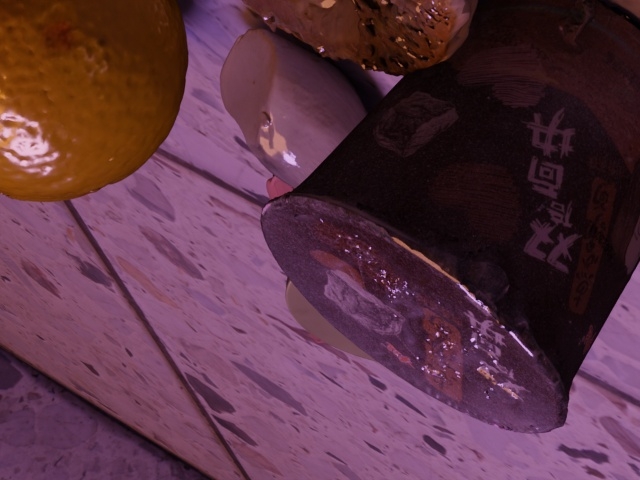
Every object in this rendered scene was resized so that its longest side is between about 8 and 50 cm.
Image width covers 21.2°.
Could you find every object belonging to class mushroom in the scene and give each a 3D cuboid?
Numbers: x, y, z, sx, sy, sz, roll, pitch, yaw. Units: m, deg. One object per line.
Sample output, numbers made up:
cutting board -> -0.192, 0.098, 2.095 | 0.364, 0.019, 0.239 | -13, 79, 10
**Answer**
mushroom -> 0.015, -0.069, 1.299 | 0.225, 0.093, 0.116 | 35, 176, -27

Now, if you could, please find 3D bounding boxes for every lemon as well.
lemon -> -0.222, -0.150, 1.306 | 0.228, 0.228, 0.253 | 24, 157, 36

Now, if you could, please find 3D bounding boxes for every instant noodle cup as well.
instant noodle cup -> 0.108, -0.027, 1.019 | 0.217, 0.207, 0.217 | 33, 161, 13

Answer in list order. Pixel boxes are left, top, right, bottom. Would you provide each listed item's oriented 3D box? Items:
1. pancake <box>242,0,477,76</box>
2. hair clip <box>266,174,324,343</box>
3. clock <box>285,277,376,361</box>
pancake -> -0.050, -0.242, 0.933 | 0.387, 0.082, 0.387 | 44, 167, 13
hair clip -> -0.007, 0.008, 1.488 | 0.138, 0.102, 0.123 | 39, 159, -4
clock -> 0.089, 0.044, 1.354 | 0.235, 0.029, 0.235 | 5, 152, 3
